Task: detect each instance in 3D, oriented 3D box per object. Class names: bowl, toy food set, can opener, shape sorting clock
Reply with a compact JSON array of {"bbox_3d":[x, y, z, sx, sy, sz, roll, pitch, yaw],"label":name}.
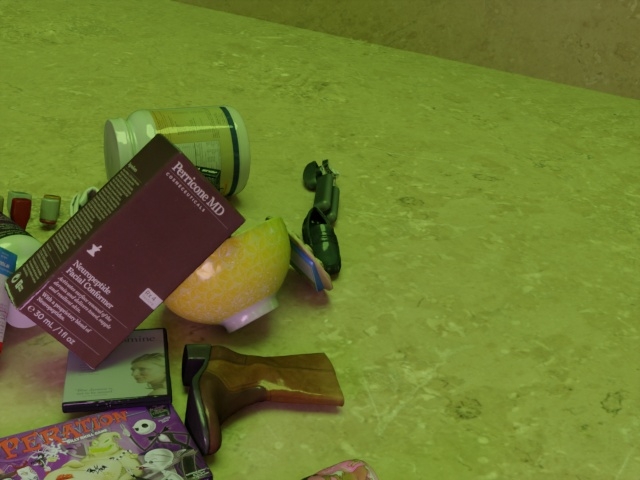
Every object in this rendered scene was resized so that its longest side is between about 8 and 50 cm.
[{"bbox_3d":[-0.167,0.088,1.769,0.289,0.289,0.156,-28,88,-44],"label":"bowl"},{"bbox_3d":[-0.680,-0.049,2.014,0.111,0.104,0.232,16,11,41],"label":"toy food set"},{"bbox_3d":[0.006,-0.124,2.303,0.093,0.074,0.280,-25,26,13],"label":"can opener"},{"bbox_3d":[-0.043,0.026,1.910,0.040,0.206,0.206,-40,48,-15],"label":"shape sorting clock"}]

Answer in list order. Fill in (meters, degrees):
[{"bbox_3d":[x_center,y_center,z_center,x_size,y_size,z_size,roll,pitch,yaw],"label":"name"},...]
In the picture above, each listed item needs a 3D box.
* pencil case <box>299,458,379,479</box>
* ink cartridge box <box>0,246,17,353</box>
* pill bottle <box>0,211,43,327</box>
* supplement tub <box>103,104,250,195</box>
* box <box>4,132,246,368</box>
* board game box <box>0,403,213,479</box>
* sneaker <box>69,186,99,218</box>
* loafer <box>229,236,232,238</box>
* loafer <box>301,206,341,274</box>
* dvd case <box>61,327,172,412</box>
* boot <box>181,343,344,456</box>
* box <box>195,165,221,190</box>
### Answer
[{"bbox_3d":[-0.089,0.420,1.259,0.386,0.167,0.160,-6,-2,-23],"label":"pencil case"},{"bbox_3d":[-0.623,0.124,1.569,0.134,0.231,0.078,4,-13,7],"label":"ink cartridge box"},{"bbox_3d":[-0.645,0.040,1.751,0.323,0.181,0.181,30,37,34],"label":"pill bottle"},{"bbox_3d":[-0.351,-0.209,2.193,0.316,0.228,0.228,-7,33,-23],"label":"supplement tub"},{"bbox_3d":[-0.340,0.018,1.585,0.381,0.191,0.143,-46,34,-6],"label":"box"},{"bbox_3d":[-0.366,0.360,1.406,0.347,0.056,0.208,-11,31,-28],"label":"board game box"},{"bbox_3d":[-0.471,-0.051,1.960,0.108,0.169,0.292,3,29,-3],"label":"sneaker"},{"bbox_3d":[-0.295,0.050,1.915,0.267,0.096,0.084,-23,51,-28],"label":"loafer"},{"bbox_3d":[0.000,0.000,2.062,0.076,0.078,0.223,-1,31,-13],"label":"loafer"},{"bbox_3d":[-0.360,0.225,1.609,0.180,0.022,0.253,-3,22,-11],"label":"dvd case"},{"bbox_3d":[-0.098,0.283,1.587,0.280,0.096,0.264,7,22,-15],"label":"boot"},{"bbox_3d":[-0.321,-0.082,2.021,0.184,0.191,0.045,12,29,6],"label":"box"}]
